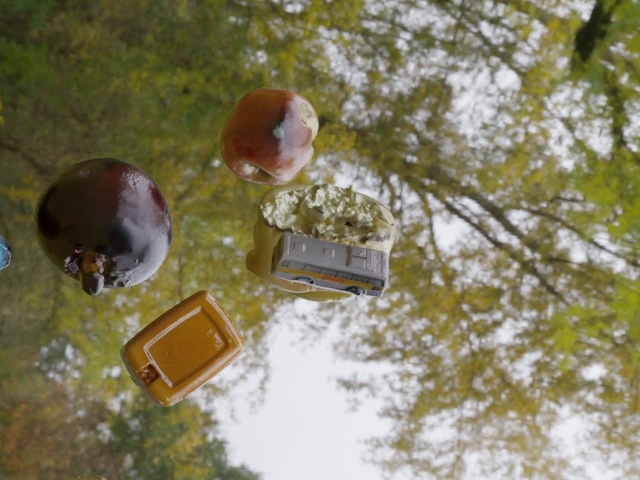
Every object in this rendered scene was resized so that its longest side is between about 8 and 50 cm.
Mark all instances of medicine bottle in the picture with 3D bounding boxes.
[{"bbox_3d":[-0.207,0.160,1.373,0.112,0.149,0.222,55,-17,-1],"label":"medicine bottle"}]

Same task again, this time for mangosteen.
[{"bbox_3d":[-0.370,-0.004,1.586,0.261,0.235,0.236,-83,-164,-48],"label":"mangosteen"}]

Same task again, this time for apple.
[{"bbox_3d":[-0.088,-0.195,1.731,0.199,0.199,0.199,-169,-90,-71],"label":"apple"}]

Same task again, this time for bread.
[{"bbox_3d":[0.000,0.000,2.060,0.211,0.315,0.270,-91,-171,-45],"label":"bread"}]

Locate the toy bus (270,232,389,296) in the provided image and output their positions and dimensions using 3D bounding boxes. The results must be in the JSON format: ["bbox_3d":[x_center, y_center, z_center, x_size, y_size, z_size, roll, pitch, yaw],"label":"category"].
[{"bbox_3d":[0.016,0.036,1.358,0.072,0.171,0.057,117,-19,-55],"label":"toy bus"}]

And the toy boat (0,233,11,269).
[{"bbox_3d":[-0.647,-0.038,1.618,0.392,0.079,0.136,28,-70,42],"label":"toy boat"}]

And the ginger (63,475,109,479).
[{"bbox_3d":[-0.438,0.518,1.831,0.115,0.122,0.193,-45,160,-32],"label":"ginger"}]
